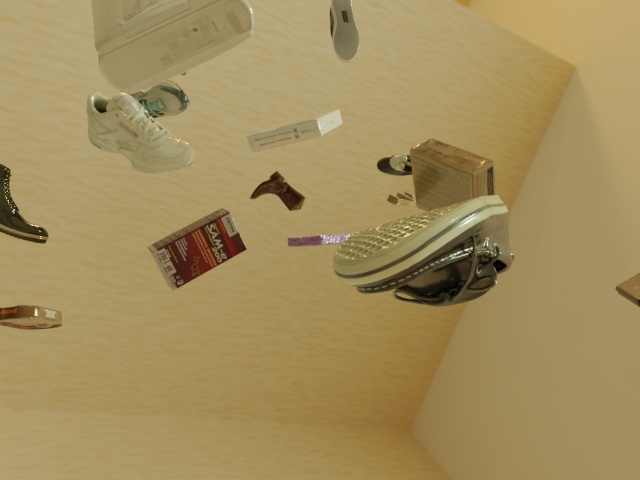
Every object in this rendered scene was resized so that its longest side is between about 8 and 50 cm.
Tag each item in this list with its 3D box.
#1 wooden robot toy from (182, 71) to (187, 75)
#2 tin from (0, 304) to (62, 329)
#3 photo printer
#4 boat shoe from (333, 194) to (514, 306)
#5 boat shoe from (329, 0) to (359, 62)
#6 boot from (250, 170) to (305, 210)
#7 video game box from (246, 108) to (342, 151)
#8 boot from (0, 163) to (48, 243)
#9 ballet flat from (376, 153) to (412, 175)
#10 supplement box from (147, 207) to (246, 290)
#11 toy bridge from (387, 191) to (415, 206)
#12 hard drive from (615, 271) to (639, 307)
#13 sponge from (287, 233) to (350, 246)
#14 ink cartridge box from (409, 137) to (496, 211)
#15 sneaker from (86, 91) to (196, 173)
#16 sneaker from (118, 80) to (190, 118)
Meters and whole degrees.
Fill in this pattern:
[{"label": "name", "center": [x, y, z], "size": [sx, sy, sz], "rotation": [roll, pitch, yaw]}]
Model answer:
[{"label": "wooden robot toy", "center": [-0.345, -0.448, 1.550], "size": [0.076, 0.173, 0.079], "rotation": [48, -16, 38]}, {"label": "tin", "center": [-0.688, 0.183, 1.493], "size": [0.189, 0.106, 0.040], "rotation": [70, 17, -75]}, {"label": "photo printer", "center": [-0.263, -0.399, 1.077], "size": [0.256, 0.107, 0.307], "rotation": [-26, -135, 0]}, {"label": "boat shoe", "center": [0.188, 0.026, 0.959], "size": [0.187, 0.500, 0.155], "rotation": [-14, -91, 30]}, {"label": "boat shoe", "center": [0.062, -0.622, 1.868], "size": [0.076, 0.080, 0.228], "rotation": [124, -42, -73]}, {"label": "boot", "center": [-0.107, -0.107, 1.611], "size": [0.106, 0.114, 0.037], "rotation": [-43, 175, -9]}, {"label": "video game box", "center": [-0.059, -0.276, 1.572], "size": [0.187, 0.205, 0.048], "rotation": [-12, -76, 21]}, {"label": "boot", "center": [-0.640, -0.084, 1.296], "size": [0.077, 0.198, 0.137], "rotation": [6, -107, 65]}, {"label": "ballet flat", "center": [0.265, -0.223, 1.829], "size": [0.074, 0.203, 0.074], "rotation": [9, 90, -81]}, {"label": "supplement box", "center": [-0.343, 0.022, 1.767], "size": [0.073, 0.239, 0.130], "rotation": [24, -40, 59]}, {"label": "toy bridge", "center": [0.274, -0.131, 2.027], "size": [0.063, 0.188, 0.026], "rotation": [28, -73, 19]}, {"label": "hard drive", "center": [0.685, 0.095, 1.319], "size": [0.094, 0.022, 0.135], "rotation": [-34, -177, 11]}, {"label": "sponge", "center": [0.000, 0.000, 1.966], "size": [0.117, 0.210, 0.031], "rotation": [-5, -91, 28]}, {"label": "ink cartridge box", "center": [0.353, -0.146, 1.678], "size": [0.235, 0.088, 0.193], "rotation": [34, -34, 46]}, {"label": "sneaker", "center": [-0.430, -0.252, 1.469], "size": [0.114, 0.305, 0.152], "rotation": [-52, 157, -43]}, {"label": "sneaker", "center": [-0.500, -0.378, 1.824], "size": [0.283, 0.110, 0.122], "rotation": [-1, -135, 33]}]
